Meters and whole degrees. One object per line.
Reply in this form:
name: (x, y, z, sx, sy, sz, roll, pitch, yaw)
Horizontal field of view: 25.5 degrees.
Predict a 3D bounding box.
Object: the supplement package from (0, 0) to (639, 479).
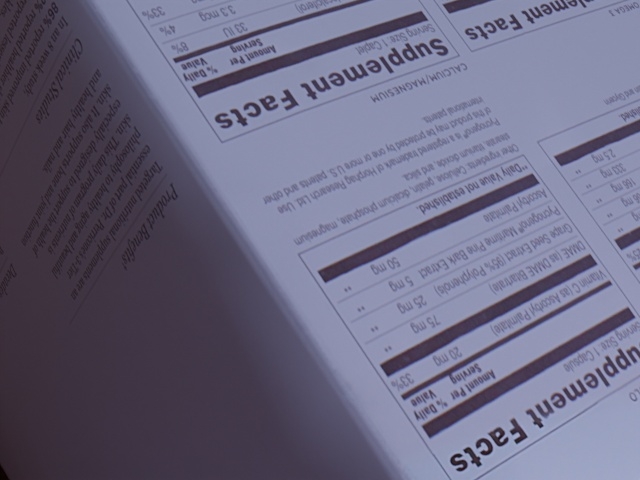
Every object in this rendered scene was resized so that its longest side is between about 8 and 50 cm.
supplement package: (0.000, 0.000, 0.475, 0.198, 0.199, 0.262, -23, 73, -37)
